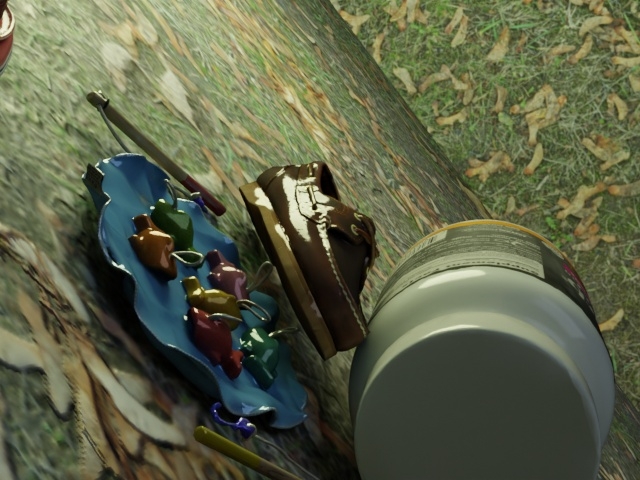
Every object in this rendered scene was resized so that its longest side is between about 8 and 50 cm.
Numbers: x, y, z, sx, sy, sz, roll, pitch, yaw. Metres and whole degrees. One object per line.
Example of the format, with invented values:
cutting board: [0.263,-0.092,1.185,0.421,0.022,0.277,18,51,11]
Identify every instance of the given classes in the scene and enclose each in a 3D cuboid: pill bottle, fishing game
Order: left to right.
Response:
fishing game: [-0.059,0.021,0.617,0.189,0.041,0.264,43,16,-43]
pill bottle: [0.103,0.084,0.724,0.162,0.162,0.278,51,14,-3]

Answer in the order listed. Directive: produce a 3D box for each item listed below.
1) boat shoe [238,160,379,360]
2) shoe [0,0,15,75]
boat shoe: [0.000,0.000,0.717,0.207,0.073,0.073,-117,-172,-58]
shoe: [-0.164,-0.112,0.515,0.063,0.081,0.178,50,14,-8]
